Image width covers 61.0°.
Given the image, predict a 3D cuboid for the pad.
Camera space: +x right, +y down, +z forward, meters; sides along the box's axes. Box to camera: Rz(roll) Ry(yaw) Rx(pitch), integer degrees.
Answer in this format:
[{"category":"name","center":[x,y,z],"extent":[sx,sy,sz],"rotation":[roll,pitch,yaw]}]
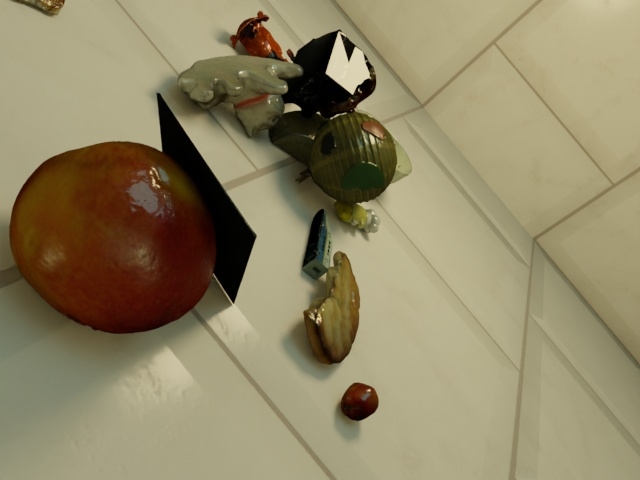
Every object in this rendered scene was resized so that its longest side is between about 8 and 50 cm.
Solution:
[{"category":"pad","center":[-0.190,-0.040,0.878],"extent":[0.007,0.367,0.248],"rotation":[-31,79,-22]}]

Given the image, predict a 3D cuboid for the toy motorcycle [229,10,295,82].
[{"category":"toy motorcycle","center":[-0.162,-0.590,1.729],"extent":[0.326,0.147,0.221],"rotation":[52,6,17]}]

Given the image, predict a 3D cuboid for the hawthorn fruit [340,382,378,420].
[{"category":"hawthorn fruit","center":[0.076,0.317,1.061],"extent":[0.077,0.077,0.077],"rotation":[35,32,-26]}]

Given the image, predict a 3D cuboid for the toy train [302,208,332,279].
[{"category":"toy train","center":[0.000,0.000,1.346],"extent":[0.051,0.052,0.234],"rotation":[42,29,-20]}]

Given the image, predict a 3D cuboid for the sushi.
[{"category":"sushi","center":[0.039,-0.452,1.535],"extent":[0.212,0.227,0.216],"rotation":[29,63,-30]}]

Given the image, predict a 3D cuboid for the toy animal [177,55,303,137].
[{"category":"toy animal","center":[-0.221,-0.356,1.383],"extent":[0.266,0.188,0.308],"rotation":[22,41,-2]}]

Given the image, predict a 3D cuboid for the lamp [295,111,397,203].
[{"category":"lamp","center":[0.064,-0.213,1.469],"extent":[0.250,0.284,0.251],"rotation":[-17,90,-87]}]

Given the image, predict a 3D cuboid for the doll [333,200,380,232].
[{"category":"doll","center":[0.109,-0.071,1.570],"extent":[0.162,0.062,0.106],"rotation":[20,39,-40]}]

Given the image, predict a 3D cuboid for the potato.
[{"category":"potato","center":[-0.029,-0.300,1.602],"extent":[0.255,0.112,0.270],"rotation":[5,50,-51]}]

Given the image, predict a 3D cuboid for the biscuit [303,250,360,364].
[{"category":"biscuit","center":[0.036,0.152,1.188],"extent":[0.154,0.045,0.299],"rotation":[63,27,-18]}]

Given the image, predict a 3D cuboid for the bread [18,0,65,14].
[{"category":"bread","center":[-0.605,-0.538,1.142],"extent":[0.129,0.044,0.126],"rotation":[18,43,-49]}]

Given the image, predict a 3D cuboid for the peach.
[{"category":"peach","center":[-0.285,-0.001,0.764],"extent":[0.280,0.238,0.281],"rotation":[0,90,-26]}]

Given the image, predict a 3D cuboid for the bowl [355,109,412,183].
[{"category":"bowl","center":[0.166,-0.290,1.824],"extent":[0.277,0.145,0.277],"rotation":[34,34,-27]}]
